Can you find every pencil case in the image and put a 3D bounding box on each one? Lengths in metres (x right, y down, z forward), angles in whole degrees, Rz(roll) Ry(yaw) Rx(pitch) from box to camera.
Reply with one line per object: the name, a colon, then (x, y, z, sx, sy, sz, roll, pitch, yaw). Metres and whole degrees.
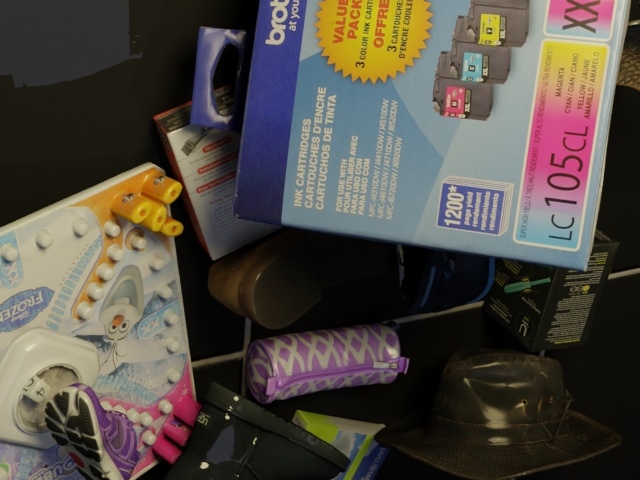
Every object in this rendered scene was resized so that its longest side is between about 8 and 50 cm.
pencil case: (0.008, 0.157, 1.220, 0.206, 0.088, 0.086, -6, 118, -26)

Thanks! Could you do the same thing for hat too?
hat: (0.237, 0.207, 1.284, 0.331, 0.331, 0.134, -4, 97, -28)

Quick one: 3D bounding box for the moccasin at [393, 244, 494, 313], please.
moccasin: (0.117, -0.065, 1.061, 0.116, 0.137, 0.342, -22, 111, -20)

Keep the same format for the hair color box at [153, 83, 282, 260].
hair color box: (-0.108, -0.072, 1.042, 0.093, 0.053, 0.167, -26, 128, -15)

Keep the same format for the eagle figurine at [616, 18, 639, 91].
eagle figurine: (0.307, -0.206, 1.080, 0.298, 0.225, 0.226, -21, 82, -16)

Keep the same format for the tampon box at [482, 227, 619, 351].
tampon box: (0.312, 0.051, 1.312, 0.101, 0.120, 0.161, -3, 118, -27)

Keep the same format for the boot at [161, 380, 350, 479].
boot: (-0.095, 0.307, 1.167, 0.246, 0.094, 0.207, 36, 79, -39)

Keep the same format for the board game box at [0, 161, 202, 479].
board game box: (-0.281, 0.163, 0.995, 0.390, 0.050, 0.390, -31, 131, -38)

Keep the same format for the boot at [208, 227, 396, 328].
boot: (0.000, 0.000, 1.128, 0.305, 0.115, 0.112, -27, 115, -36)

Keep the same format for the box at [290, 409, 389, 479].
box: (0.022, 0.302, 1.341, 0.178, 0.042, 0.109, 17, 107, -35)

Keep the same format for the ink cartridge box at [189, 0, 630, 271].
ink cartridge box: (0.076, -0.133, 0.921, 0.151, 0.395, 0.270, -8, 106, -72)

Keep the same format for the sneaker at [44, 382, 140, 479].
sneaker: (-0.231, 0.196, 0.996, 0.071, 0.068, 0.170, -59, 155, -35)

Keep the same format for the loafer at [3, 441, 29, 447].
loafer: (-0.378, 0.302, 1.073, 0.101, 0.092, 0.269, -9, 117, -46)
